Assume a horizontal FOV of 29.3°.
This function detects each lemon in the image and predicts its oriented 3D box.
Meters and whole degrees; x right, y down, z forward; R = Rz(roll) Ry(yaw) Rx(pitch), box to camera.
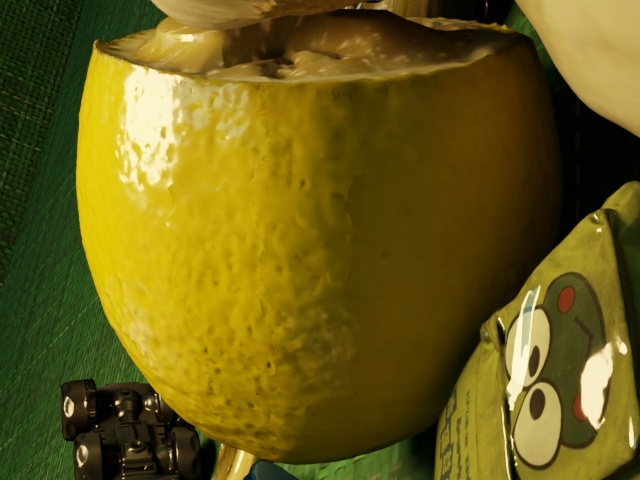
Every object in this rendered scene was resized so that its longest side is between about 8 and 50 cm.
[{"bbox_3d":[0.000,0.000,0.876,0.364,0.364,0.364,-49,29,39],"label":"lemon"}]

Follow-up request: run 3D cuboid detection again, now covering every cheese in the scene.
[{"bbox_3d":[-0.084,0.248,1.214,0.086,0.036,0.162,-38,36,53],"label":"cheese"}]

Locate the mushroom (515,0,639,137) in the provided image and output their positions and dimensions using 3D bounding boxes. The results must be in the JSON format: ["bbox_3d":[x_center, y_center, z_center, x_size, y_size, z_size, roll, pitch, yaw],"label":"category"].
[{"bbox_3d":[0.254,-0.213,0.627,0.336,0.314,0.314,-47,4,-40],"label":"mushroom"}]

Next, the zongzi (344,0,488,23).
[{"bbox_3d":[0.067,-0.110,1.075,0.260,0.123,0.289,-56,24,29],"label":"zongzi"}]

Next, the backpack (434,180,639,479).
[{"bbox_3d":[0.154,0.108,0.669,0.253,0.140,0.207,125,155,-45],"label":"backpack"}]

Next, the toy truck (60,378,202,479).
[{"bbox_3d":[-0.218,0.259,1.405,0.224,0.147,0.165,-121,32,-60],"label":"toy truck"}]

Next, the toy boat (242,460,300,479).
[{"bbox_3d":[-0.064,0.350,1.080,0.220,0.067,0.291,-145,66,-68],"label":"toy boat"}]

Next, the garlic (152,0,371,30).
[{"bbox_3d":[-0.024,-0.252,0.703,0.245,0.245,0.253,2,110,67],"label":"garlic"}]
